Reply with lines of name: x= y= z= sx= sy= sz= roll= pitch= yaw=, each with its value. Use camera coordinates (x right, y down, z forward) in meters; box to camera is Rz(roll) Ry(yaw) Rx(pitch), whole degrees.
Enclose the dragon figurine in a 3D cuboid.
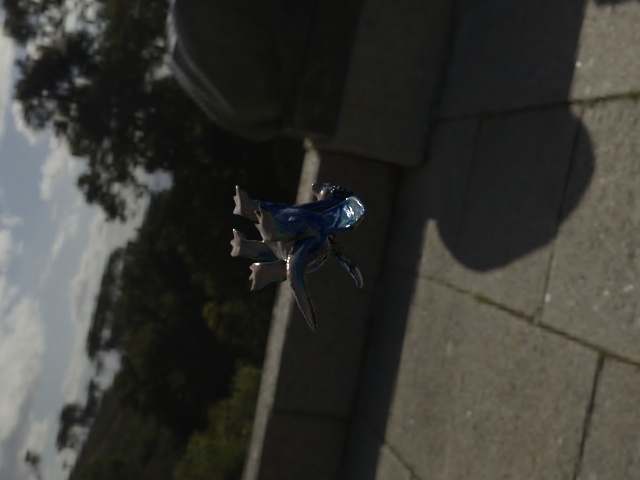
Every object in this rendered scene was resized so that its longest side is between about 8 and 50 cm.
dragon figurine: x=0.000 y=0.000 z=1.128 sx=0.289 sy=0.144 sz=0.085 roll=-140 pitch=51 yaw=-67
